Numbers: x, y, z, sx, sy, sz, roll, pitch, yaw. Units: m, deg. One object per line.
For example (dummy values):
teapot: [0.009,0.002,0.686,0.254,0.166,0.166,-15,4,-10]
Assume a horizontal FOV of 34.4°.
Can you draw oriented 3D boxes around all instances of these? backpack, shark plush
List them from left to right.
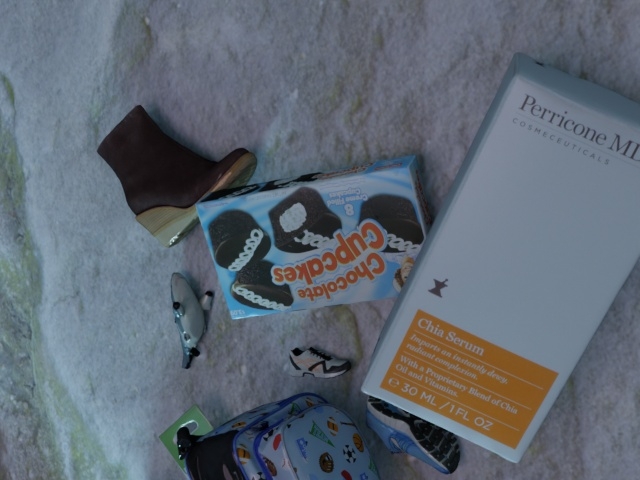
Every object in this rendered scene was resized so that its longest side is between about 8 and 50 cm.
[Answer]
shark plush: [-0.214,0.132,1.684,0.067,0.073,0.161,25,135,43]
backpack: [-0.039,0.343,1.494,0.213,0.263,0.276,-20,93,26]

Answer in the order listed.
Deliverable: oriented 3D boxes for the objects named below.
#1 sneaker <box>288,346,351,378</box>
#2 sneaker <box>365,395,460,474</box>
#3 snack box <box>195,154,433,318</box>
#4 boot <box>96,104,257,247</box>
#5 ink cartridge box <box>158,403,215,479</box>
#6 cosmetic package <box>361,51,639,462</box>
sneaker: [-0.004,0.185,1.567,0.109,0.040,0.043,-3,98,29]
sneaker: [0.133,0.288,1.513,0.162,0.063,0.073,36,133,23]
snack box: [0.000,0.000,1.465,0.322,0.060,0.187,-9,108,21]
boot: [-0.230,-0.126,1.595,0.248,0.090,0.206,-38,84,34]
ink cartridge box: [-0.157,0.368,1.680,0.109,0.062,0.209,-43,79,29]
cosmetic package: [0.247,0.025,1.290,0.230,0.161,0.453,24,112,3]
